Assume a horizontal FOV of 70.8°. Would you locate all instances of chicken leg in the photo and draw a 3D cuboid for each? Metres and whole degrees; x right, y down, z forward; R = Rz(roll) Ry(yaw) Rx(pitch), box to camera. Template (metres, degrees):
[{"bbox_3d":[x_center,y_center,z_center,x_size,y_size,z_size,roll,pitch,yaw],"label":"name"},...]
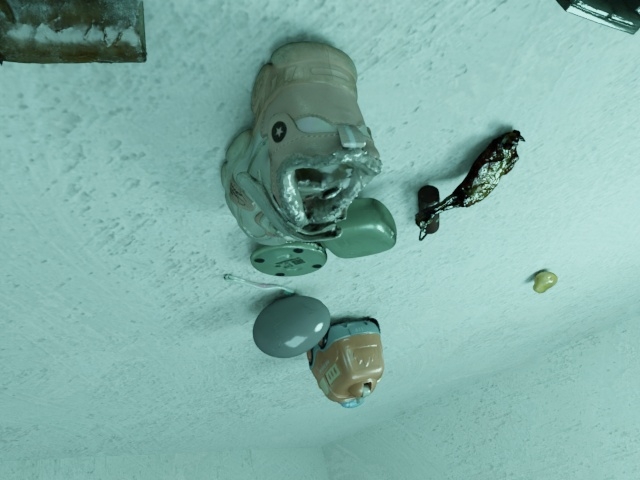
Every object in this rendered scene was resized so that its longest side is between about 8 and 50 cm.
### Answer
[{"bbox_3d":[0.283,-0.105,0.854,0.253,0.051,0.106,-44,148,10],"label":"chicken leg"}]

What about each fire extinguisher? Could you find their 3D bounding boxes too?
[{"bbox_3d":[0.225,-0.048,0.949,0.078,0.045,0.157,-52,153,-17],"label":"fire extinguisher"}]

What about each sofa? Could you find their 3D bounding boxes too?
[{"bbox_3d":[0.358,-0.322,0.568,0.147,0.085,0.060,1,146,-26],"label":"sofa"}]

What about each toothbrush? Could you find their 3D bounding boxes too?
[{"bbox_3d":[-0.138,0.103,1.043,0.204,0.017,0.022,20,113,-44],"label":"toothbrush"}]

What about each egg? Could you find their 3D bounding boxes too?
[{"bbox_3d":[-0.071,0.211,1.115,0.198,0.146,0.146,-25,148,-1],"label":"egg"}]

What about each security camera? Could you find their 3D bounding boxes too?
[{"bbox_3d":[0.000,0.000,0.902,0.301,0.080,0.157,-17,151,19],"label":"security camera"}]

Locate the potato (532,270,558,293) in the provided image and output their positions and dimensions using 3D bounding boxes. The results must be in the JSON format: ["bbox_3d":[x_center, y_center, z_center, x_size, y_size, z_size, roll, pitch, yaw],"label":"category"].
[{"bbox_3d":[0.720,0.134,1.448,0.068,0.062,0.083,16,111,-2],"label":"potato"}]

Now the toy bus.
[{"bbox_3d":[0.089,0.375,1.366,0.194,0.232,0.288,-5,144,-23],"label":"toy bus"}]

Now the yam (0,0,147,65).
[{"bbox_3d":[-0.250,-0.216,0.452,0.141,0.079,0.079,-6,146,-20],"label":"yam"}]

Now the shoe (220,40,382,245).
[{"bbox_3d":[-0.042,-0.079,0.642,0.171,0.198,0.351,-2,144,-20],"label":"shoe"}]
